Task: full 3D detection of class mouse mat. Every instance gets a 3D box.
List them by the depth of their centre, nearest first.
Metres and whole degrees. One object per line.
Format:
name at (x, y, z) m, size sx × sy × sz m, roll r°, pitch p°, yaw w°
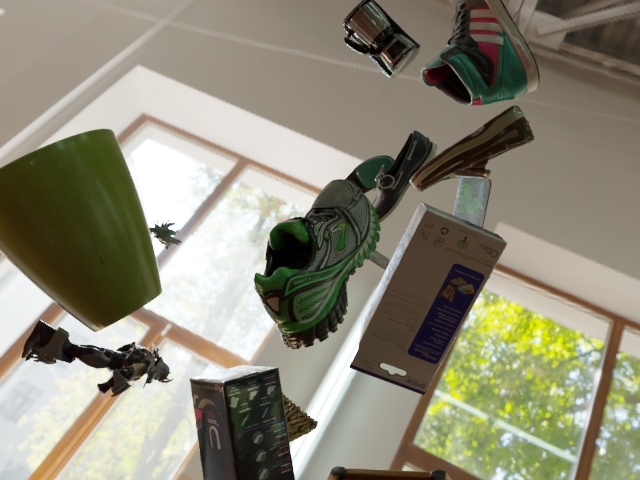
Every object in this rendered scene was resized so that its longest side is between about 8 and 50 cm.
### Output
mouse mat at (0.391, -0.105, 1.580) m, size 0.007 × 0.189 × 0.152 m, roll 3°, pitch -71°, yaw -10°

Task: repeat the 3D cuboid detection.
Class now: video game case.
video game case at (0.185, 0.056, 2.027) m, size 0.122 × 0.087 × 0.011 m, roll 32°, pitch -66°, yaw -18°

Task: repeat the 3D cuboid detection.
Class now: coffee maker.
coffee maker at (0.160, -0.506, 1.520) m, size 0.178 × 0.171 × 0.120 m, roll 48°, pitch -56°, yaw 1°

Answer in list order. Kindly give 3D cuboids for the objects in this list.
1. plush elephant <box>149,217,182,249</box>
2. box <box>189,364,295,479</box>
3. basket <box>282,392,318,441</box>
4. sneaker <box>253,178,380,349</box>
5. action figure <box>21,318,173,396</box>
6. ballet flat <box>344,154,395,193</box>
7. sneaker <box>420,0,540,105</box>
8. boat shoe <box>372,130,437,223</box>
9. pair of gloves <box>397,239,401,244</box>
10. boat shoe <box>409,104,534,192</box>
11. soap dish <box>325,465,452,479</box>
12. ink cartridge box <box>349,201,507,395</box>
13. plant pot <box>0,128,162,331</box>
plush elephant at (-0.527, -0.003, 1.418) m, size 0.330 × 0.271 × 0.255 m, roll 12°, pitch -25°, yaw -37°
box at (-0.169, 0.418, 1.311) m, size 0.165 × 0.144 × 0.270 m, roll -12°, pitch -94°, yaw 52°
basket at (-0.190, 0.584, 1.813) m, size 0.223 × 0.213 × 0.299 m, roll 43°, pitch -40°, yaw -12°
sneaker at (0.000, 0.000, 0.974) m, size 0.134 × 0.343 × 0.146 m, roll -13°, pitch -56°, yaw 27°
action figure at (-0.429, 0.236, 1.204) m, size 0.285 × 0.099 × 0.185 m, roll 19°, pitch -5°, yaw -15°
ballet flat at (0.134, -0.196, 2.005) m, size 0.281 × 0.096 × 0.095 m, roll -31°, pitch -91°, yaw 25°
sneaker at (0.263, -0.374, 1.158) m, size 0.124 × 0.179 × 0.295 m, roll 71°, pitch -7°, yaw -74°
boat shoe at (0.178, -0.147, 1.471) m, size 0.079 × 0.095 × 0.254 m, roll 32°, pitch -72°, yaw -17°
pair of gloves at (0.361, 0.059, 1.806) m, size 0.240 × 0.042 × 0.204 m, roll -18°, pitch -80°, yaw 37°
boat shoe at (0.305, -0.160, 1.215) m, size 0.258 × 0.095 × 0.095 m, roll -34°, pitch -94°, yaw 16°
soap dish at (0.075, 0.426, 0.843) m, size 0.229 × 0.291 × 0.118 m, roll -5°, pitch -83°, yaw 19°
ink cartridge box at (0.187, 0.111, 1.117) m, size 0.166 × 0.065 × 0.332 m, roll 23°, pitch -76°, yaw -10°
plant pot at (-0.410, 0.001, 1.058) m, size 0.275 × 0.275 × 0.293 m, roll -21°, pitch -80°, yaw 50°
